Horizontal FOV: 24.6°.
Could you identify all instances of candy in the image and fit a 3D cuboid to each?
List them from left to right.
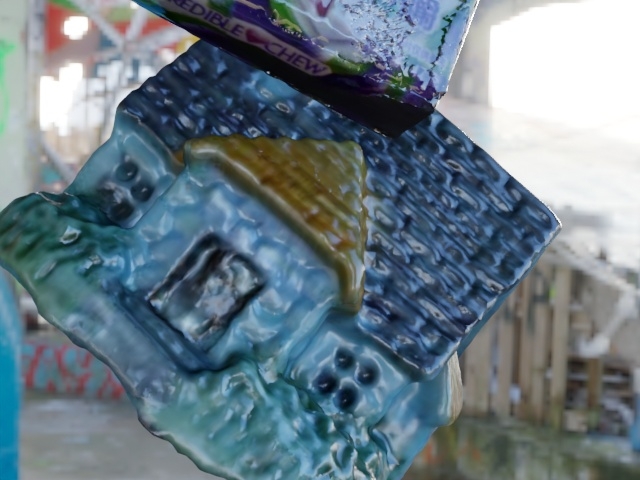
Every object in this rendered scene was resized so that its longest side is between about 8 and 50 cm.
[{"bbox_3d":[-0.068,-0.153,0.692,0.312,0.088,0.061,25,-16,-15],"label":"candy"}]

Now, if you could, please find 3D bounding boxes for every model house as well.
[{"bbox_3d":[0.000,0.000,0.818,0.261,0.241,0.226,41,2,8],"label":"model house"}]
